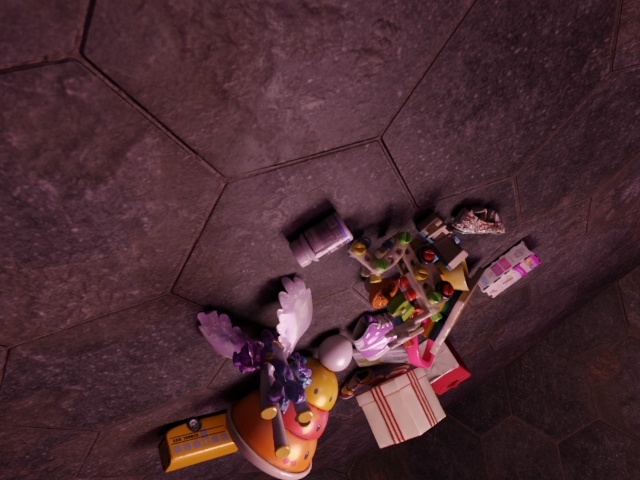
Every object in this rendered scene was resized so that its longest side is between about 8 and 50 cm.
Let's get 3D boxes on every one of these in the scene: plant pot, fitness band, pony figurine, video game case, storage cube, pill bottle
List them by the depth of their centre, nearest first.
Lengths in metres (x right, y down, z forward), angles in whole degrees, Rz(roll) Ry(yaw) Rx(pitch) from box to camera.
[{"bbox_3d":[0.000,0.000,1.085,0.137,0.078,0.078,-32,147,4],"label":"pill bottle"},{"bbox_3d":[-0.130,0.314,1.221,0.302,0.363,0.351,-16,129,-8],"label":"pony figurine"},{"bbox_3d":[0.424,0.103,1.521,0.095,0.134,0.134,-12,153,23],"label":"plant pot"},{"bbox_3d":[0.386,0.375,1.774,0.054,0.209,0.291,2,161,28],"label":"fitness band"},{"bbox_3d":[0.247,0.454,1.834,0.227,0.026,0.206,-7,151,10],"label":"video game case"},{"bbox_3d":[0.537,0.560,2.120,0.183,0.215,0.193,-37,140,11],"label":"storage cube"}]

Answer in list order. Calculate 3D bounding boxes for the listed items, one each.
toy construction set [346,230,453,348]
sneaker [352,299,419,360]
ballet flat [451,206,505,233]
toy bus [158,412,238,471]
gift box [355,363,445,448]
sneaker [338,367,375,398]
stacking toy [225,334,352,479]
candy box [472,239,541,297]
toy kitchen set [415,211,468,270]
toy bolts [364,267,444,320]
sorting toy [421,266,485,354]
[{"bbox_3d":[0.211,0.118,1.207,0.215,0.328,0.151,-26,-169,-24],"label":"toy construction set"},{"bbox_3d":[0.233,0.285,1.625,0.282,0.102,0.161,-42,125,-8],"label":"sneaker"},{"bbox_3d":[0.485,-0.058,1.384,0.241,0.091,0.077,-1,112,-43],"label":"ballet flat"},{"bbox_3d":[-0.393,0.697,1.656,0.332,0.130,0.108,1,136,-38],"label":"toy bus"},{"bbox_3d":[0.327,0.663,1.927,0.255,0.258,0.276,-35,161,31],"label":"gift box"},{"bbox_3d":[0.150,0.615,2.032,0.185,0.069,0.084,-36,139,-2],"label":"sneaker"},{"bbox_3d":[-0.063,0.517,1.592,0.480,0.350,0.350,-55,143,4],"label":"stacking toy"},{"bbox_3d":[0.715,0.114,1.789,0.233,0.071,0.159,-42,145,17],"label":"candy box"},{"bbox_3d":[0.342,0.038,1.316,0.122,0.166,0.207,-41,145,15],"label":"toy kitchen set"},{"bbox_3d":[0.255,0.152,1.428,0.218,0.158,0.228,-42,144,-6],"label":"toy bolts"},{"bbox_3d":[0.456,0.229,1.649,0.257,0.089,0.255,-34,148,-50],"label":"sorting toy"}]
